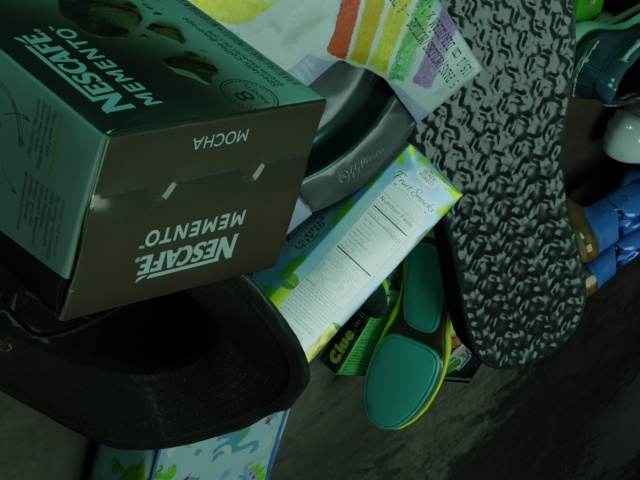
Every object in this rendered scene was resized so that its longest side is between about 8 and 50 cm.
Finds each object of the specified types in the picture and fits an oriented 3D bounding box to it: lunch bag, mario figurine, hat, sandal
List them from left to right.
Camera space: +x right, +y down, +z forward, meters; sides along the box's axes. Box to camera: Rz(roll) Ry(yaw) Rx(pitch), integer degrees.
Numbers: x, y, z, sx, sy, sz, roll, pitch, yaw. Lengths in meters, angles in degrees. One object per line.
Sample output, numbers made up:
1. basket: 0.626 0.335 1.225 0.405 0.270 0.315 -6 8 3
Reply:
1. hat: -0.157 0.009 1.236 0.331 0.331 0.134 79 20 -51
2. lunch bag: -0.112 0.178 1.563 0.176 0.090 0.219 -16 134 -41
3. sandal: 0.137 -0.086 1.561 0.167 0.107 0.446 -19 123 -16
4. mario figurine: 0.373 -0.072 1.934 0.320 0.170 0.198 -28 178 -17

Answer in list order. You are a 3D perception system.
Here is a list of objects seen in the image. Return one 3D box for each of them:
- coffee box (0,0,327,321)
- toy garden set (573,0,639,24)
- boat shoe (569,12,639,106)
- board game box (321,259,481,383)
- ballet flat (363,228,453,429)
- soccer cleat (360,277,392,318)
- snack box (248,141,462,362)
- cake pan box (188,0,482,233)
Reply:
1. coffee box: -0.163 -0.094 1.032 0.168 0.297 0.119 -13 131 -45
2. toy garden set: 0.253 -0.236 1.649 0.244 0.049 0.204 -37 150 -30
3. boat shoe: 0.308 -0.171 1.669 0.254 0.079 0.095 -10 130 -55
4. board game box: 0.113 0.082 1.809 0.259 0.030 0.136 11 115 -55
5. ballet flat: 0.103 0.082 1.708 0.077 0.077 0.231 -36 147 -52
6. soccer cleat: 0.013 0.021 1.603 0.072 0.060 0.179 -35 139 -7
7. snack box: 0.000 0.000 1.439 0.070 0.174 0.207 41 91 -21
8. cake pan box: -0.036 -0.136 1.281 0.245 0.070 0.267 -38 133 0
